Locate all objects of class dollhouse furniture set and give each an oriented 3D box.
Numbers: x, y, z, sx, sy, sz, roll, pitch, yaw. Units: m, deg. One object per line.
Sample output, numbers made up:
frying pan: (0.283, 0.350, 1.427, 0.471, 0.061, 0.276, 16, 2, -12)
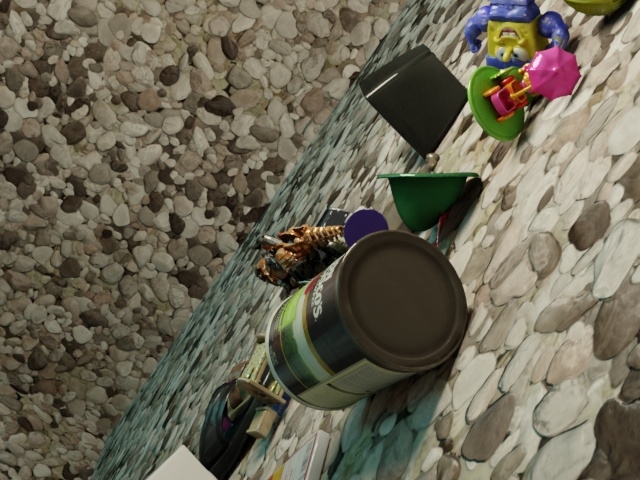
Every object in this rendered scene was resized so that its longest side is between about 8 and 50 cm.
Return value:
dollhouse furniture set: (-0.089, 0.275, 1.891, 0.161, 0.101, 0.182, -24, 36, 54)

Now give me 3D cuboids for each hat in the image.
hat: (0.179, -0.023, 1.654, 0.173, 0.208, 0.183, 1, 94, 36)

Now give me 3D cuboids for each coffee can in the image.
coffee can: (0.059, 0.127, 1.435, 0.275, 0.201, 0.201, -41, 20, 58)

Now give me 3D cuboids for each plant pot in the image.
plant pot: (0.209, -0.310, 2.075, 0.167, 0.188, 0.187, -42, 14, 12)

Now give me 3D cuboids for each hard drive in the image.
hard drive: (0.000, 0.000, 2.348, 0.172, 0.054, 0.254, -59, 2, -8)

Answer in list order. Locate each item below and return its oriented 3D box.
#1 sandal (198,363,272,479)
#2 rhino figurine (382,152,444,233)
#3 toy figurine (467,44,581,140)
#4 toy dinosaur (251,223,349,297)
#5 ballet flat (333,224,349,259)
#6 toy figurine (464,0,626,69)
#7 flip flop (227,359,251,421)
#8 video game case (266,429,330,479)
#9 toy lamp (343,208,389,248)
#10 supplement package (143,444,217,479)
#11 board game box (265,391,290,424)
sandal: (-0.223, 0.421, 2.089, 0.445, 0.107, 0.167, -58, 6, 2)
rhino figurine: (0.155, -0.049, 1.835, 0.243, 0.073, 0.106, -52, 10, 37)
toy figurine: (0.346, -0.252, 1.541, 0.173, 0.130, 0.159, -36, 9, -40)
toy dinosaur: (-0.031, 0.047, 2.001, 0.164, 0.218, 0.322, -59, 11, -9)
ballet flat: (0.059, -0.007, 2.192, 0.168, 0.052, 0.057, -42, 19, 55)
toy figurine: (0.370, -0.373, 1.650, 0.363, 0.217, 0.191, 12, 44, 33)
flip flop: (-0.186, 0.337, 2.252, 0.277, 0.080, 0.112, -52, 13, 30)
video game case: (-0.084, 0.461, 1.612, 0.285, 0.025, 0.204, -49, 14, 38)
toy lamp: (0.105, 0.014, 1.580, 0.080, 0.080, 0.275, -59, -23, -3)
supplement package: (-0.308, 0.543, 1.739, 0.175, 0.177, 0.293, -46, -4, 38)
board game box: (-0.090, 0.334, 1.994, 0.090, 0.020, 0.090, -61, 11, -18)
